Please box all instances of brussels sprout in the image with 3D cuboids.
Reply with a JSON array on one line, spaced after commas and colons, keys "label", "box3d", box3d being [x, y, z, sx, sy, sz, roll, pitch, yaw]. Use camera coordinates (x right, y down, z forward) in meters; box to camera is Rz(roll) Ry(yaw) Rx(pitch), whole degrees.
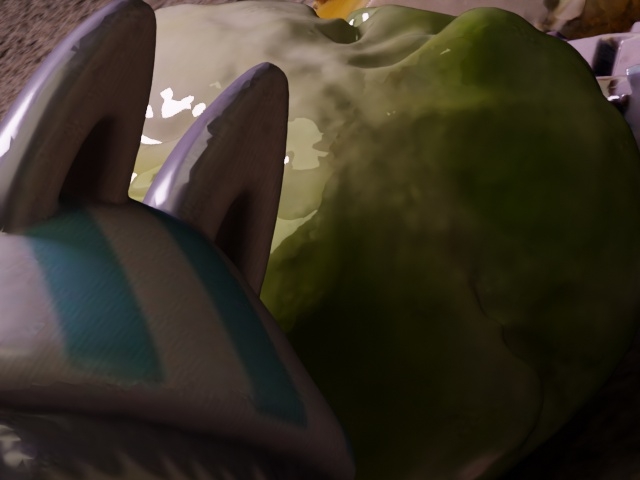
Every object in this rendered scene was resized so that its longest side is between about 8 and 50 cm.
[{"label": "brussels sprout", "box3d": [0.001, 0.013, 0.952, 0.316, 0.242, 0.274, 14, 77, 22]}]

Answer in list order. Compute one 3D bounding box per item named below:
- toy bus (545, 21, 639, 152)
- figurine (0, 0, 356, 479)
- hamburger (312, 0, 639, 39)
[{"label": "toy bus", "box3d": [0.104, -0.056, 1.106, 0.274, 0.112, 0.090, -11, 30, 28]}, {"label": "figurine", "box3d": [-0.085, 0.111, 0.771, 0.378, 0.266, 0.361, -60, 12, -18]}, {"label": "hamburger", "box3d": [0.115, -0.173, 1.283, 0.302, 0.170, 0.302, -55, 11, 15]}]
